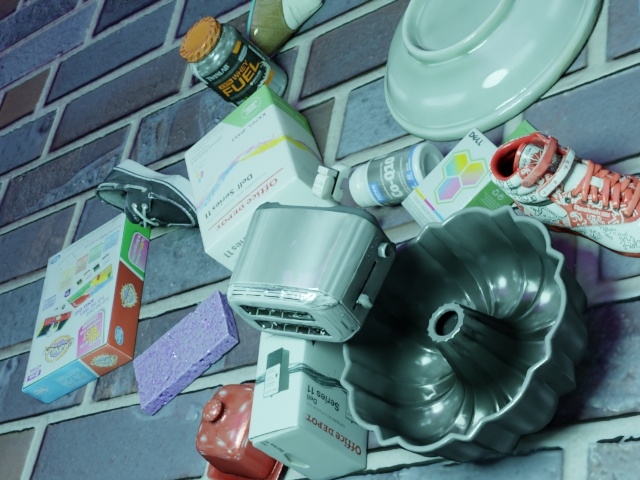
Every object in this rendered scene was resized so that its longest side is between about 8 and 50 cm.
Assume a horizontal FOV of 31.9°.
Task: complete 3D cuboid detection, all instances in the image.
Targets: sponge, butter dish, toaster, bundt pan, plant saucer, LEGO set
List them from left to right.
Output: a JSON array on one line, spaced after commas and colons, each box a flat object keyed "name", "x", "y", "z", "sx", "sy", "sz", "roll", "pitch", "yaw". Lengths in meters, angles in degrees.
[{"name": "sponge", "x": -0.226, "y": 0.186, "z": 1.858, "sx": 0.210, "sy": 0.031, "sz": 0.117, "roll": -40, "pitch": 38, "yaw": 17}, {"name": "butter dish", "x": -0.120, "y": 0.263, "z": 1.604, "sx": 0.160, "sy": 0.118, "sz": 0.160, "roll": -1, "pitch": 61, "yaw": 47}, {"name": "toaster", "x": -0.023, "y": 0.039, "z": 1.439, "sx": 0.227, "sy": 0.129, "sz": 0.146, "roll": 5, "pitch": 60, "yaw": 32}, {"name": "LEGO set", "x": 0.000, "y": 0.000, "z": 1.659, "sx": 0.087, "sy": 0.093, "sz": 0.227, "roll": 24, "pitch": 102, "yaw": 38}, {"name": "plant saucer", "x": 0.237, "y": -0.345, "z": 1.736, "sx": 0.400, "sy": 0.100, "sz": 0.400, "roll": -29, "pitch": 42, "yaw": 30}, {"name": "bundt pan", "x": 0.188, "y": 0.128, "z": 1.374, "sx": 0.331, "sy": 0.124, "sz": 0.331, "roll": -29, "pitch": 41, "yaw": 29}]

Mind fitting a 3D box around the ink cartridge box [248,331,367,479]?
[{"name": "ink cartridge box", "x": -0.009, "y": 0.197, "z": 1.508, "sx": 0.087, "sy": 0.153, "sz": 0.208, "roll": -22, "pitch": 47, "yaw": 33}]

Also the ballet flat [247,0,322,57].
[{"name": "ballet flat", "x": -0.046, "y": -0.503, "z": 2.191, "sx": 0.124, "sy": 0.116, "sz": 0.342, "roll": -1, "pitch": 54, "yaw": 25}]

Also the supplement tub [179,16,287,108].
[{"name": "supplement tub", "x": -0.162, "y": -0.321, "z": 2.076, "sx": 0.117, "sy": 0.190, "sz": 0.117, "roll": -29, "pitch": 43, "yaw": 30}]

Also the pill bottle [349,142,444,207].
[{"name": "pill bottle", "x": 0.114, "y": -0.094, "z": 1.677, "sx": 0.137, "sy": 0.078, "sz": 0.078, "roll": -15, "pitch": 50, "yaw": 41}]

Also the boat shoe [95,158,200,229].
[{"name": "boat shoe", "x": -0.309, "y": -0.068, "z": 2.052, "sx": 0.301, "sy": 0.108, "sz": 0.102, "roll": 24, "pitch": 56, "yaw": 41}]

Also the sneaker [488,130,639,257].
[{"name": "sneaker", "x": 0.324, "y": -0.060, "z": 1.361, "sx": 0.270, "sy": 0.145, "sz": 0.090, "roll": 16, "pitch": 73, "yaw": 52}]

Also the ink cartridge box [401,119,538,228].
[{"name": "ink cartridge box", "x": 0.222, "y": -0.086, "z": 1.566, "sx": 0.209, "sy": 0.062, "sz": 0.109, "roll": -46, "pitch": 36, "yaw": 9}]

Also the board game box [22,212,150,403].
[{"name": "board game box", "x": -0.440, "y": 0.123, "z": 2.117, "sx": 0.242, "sy": 0.064, "sz": 0.316, "roll": -28, "pitch": 43, "yaw": 31}]

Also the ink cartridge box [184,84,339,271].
[{"name": "ink cartridge box", "x": -0.097, "y": -0.076, "z": 1.859, "sx": 0.207, "sy": 0.119, "sz": 0.353, "roll": -39, "pitch": 38, "yaw": 16}]
